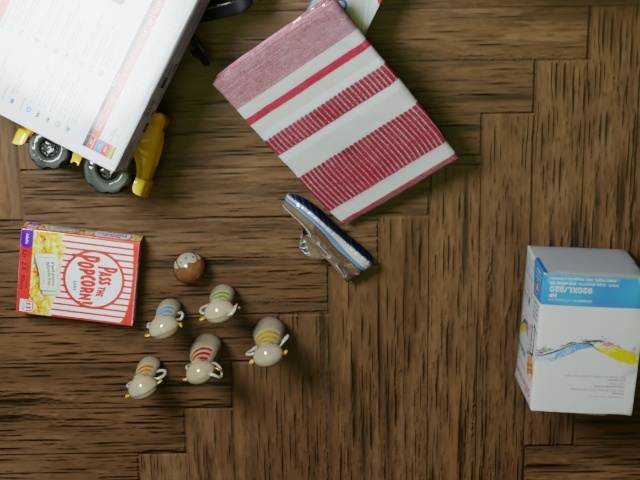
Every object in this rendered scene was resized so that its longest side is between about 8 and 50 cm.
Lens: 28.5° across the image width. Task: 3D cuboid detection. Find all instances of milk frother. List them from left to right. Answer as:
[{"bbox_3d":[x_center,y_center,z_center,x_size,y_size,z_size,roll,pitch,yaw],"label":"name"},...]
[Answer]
[{"bbox_3d":[-0.152,-0.356,1.932,0.134,0.129,0.143,-13,148,4],"label":"milk frother"}]

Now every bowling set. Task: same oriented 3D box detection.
[{"bbox_3d":[-0.210,0.133,2.028,0.287,0.154,0.200,-21,105,5],"label":"bowling set"}]

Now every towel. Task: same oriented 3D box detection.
[{"bbox_3d":[0.026,-0.193,1.940,0.237,0.037,0.329,-30,117,26],"label":"towel"}]

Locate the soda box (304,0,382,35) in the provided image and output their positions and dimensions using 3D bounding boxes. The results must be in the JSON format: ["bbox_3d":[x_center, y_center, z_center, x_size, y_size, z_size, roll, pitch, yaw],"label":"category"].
[{"bbox_3d":[0.063,-0.414,1.908,0.098,0.091,0.286,25,104,-8],"label":"soda box"}]

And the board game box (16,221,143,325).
[{"bbox_3d":[-0.394,0.054,2.062,0.193,0.045,0.147,6,106,-2],"label":"board game box"}]

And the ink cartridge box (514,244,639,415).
[{"bbox_3d":[0.415,0.143,2.025,0.168,0.171,0.233,3,105,-1],"label":"ink cartridge box"}]

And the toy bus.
[{"bbox_3d":[-0.339,-0.190,1.949,0.220,0.149,0.212,21,95,-4],"label":"toy bus"}]

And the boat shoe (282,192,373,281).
[{"bbox_3d":[0.000,0.000,2.038,0.183,0.066,0.066,42,103,-11],"label":"boat shoe"}]

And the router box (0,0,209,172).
[{"bbox_3d":[-0.350,-0.313,1.823,0.301,0.082,0.336,28,95,1],"label":"router box"}]
